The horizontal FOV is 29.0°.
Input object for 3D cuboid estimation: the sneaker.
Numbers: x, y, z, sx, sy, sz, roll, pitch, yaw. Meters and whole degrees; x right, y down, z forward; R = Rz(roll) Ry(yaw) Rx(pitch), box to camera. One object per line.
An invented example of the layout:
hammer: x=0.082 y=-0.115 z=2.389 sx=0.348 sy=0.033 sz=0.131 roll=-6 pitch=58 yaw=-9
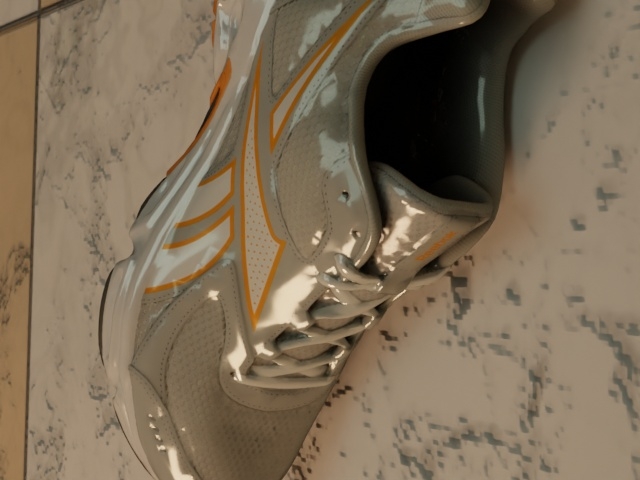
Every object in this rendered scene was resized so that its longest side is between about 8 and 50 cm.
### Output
sneaker: x=0.000 y=0.000 z=0.446 sx=0.121 sy=0.099 sz=0.263 roll=36 pitch=118 yaw=45
